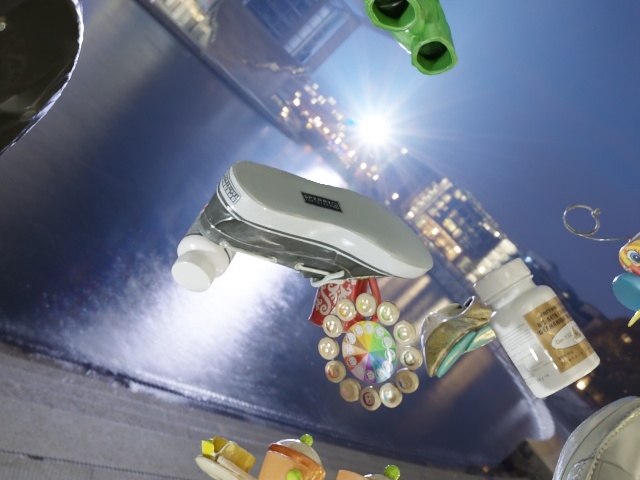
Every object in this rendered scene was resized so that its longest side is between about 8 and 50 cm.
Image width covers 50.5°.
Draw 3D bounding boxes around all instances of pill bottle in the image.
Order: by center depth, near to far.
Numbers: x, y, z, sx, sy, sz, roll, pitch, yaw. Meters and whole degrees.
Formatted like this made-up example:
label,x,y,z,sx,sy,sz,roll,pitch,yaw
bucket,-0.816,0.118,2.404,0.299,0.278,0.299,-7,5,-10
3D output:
label,x,y,z,sx,sy,sz,roll,pitch,yaw
pill bottle,0.382,0.153,1.222,0.229,0.131,0.131,59,9,15
pill bottle,-0.222,0.013,1.355,0.108,0.108,0.180,44,42,-18

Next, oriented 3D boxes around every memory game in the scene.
label,x,y,z,sx,sy,sz,roll,pitch,yaw
memory game,0.074,0.174,1.057,0.186,0.186,0.012,48,28,21

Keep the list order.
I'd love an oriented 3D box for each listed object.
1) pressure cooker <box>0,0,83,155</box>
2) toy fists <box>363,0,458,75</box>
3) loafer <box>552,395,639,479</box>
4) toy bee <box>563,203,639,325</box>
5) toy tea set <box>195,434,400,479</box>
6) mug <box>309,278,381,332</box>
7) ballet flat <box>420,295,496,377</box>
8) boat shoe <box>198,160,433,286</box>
label,x,y,z,sx,sy,sz,roll,pitch,yaw
pressure cooker,-0.407,-0.240,0.439,0.421,0.369,0.375,57,31,5
toy fists,0.134,-0.388,1.117,0.279,0.096,0.142,25,50,-51
loafer,0.276,0.277,0.663,0.112,0.319,0.111,48,-30,-5
toy bee,0.536,0.053,1.089,0.298,0.195,0.162,30,-18,3
toy tea set,-0.005,0.316,0.921,0.336,0.124,0.200,0,-38,44
mug,0.065,0.099,1.403,0.150,0.170,0.113,13,4,14
ballet flat,0.271,0.187,1.392,0.123,0.123,0.348,48,30,19
boat shoe,0.001,0.003,0.820,0.306,0.105,0.113,14,40,-37
